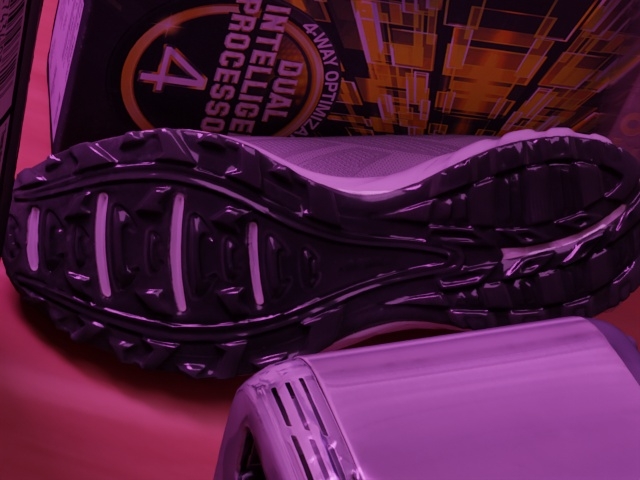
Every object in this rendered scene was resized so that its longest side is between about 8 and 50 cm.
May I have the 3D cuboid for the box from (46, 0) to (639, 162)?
[{"bbox_3d":[0.072,-0.175,0.636,0.318,0.395,0.097,5,45,-18],"label":"box"}]

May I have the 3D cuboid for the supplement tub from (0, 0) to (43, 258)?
[{"bbox_3d":[-0.190,-0.070,0.469,0.207,0.338,0.207,11,43,-11],"label":"supplement tub"}]

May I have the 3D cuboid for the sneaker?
[{"bbox_3d":[0.000,0.000,0.664,0.272,0.100,0.108,-1,6,-9],"label":"sneaker"}]

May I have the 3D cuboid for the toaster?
[{"bbox_3d":[0.052,0.116,0.528,0.146,0.129,0.227,-3,46,-20],"label":"toaster"}]
